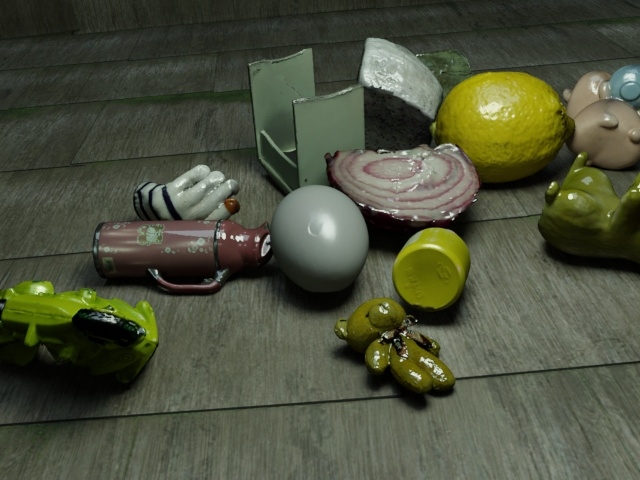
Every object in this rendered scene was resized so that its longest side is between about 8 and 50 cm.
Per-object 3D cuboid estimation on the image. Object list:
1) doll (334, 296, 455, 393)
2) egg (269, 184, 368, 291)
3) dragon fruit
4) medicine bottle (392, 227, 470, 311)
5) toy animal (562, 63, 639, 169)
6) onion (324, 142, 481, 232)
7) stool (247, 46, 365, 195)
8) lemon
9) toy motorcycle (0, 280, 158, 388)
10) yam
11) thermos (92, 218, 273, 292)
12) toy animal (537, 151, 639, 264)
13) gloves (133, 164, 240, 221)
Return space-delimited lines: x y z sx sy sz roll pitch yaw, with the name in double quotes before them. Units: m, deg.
"doll" 0.120 0.153 1.157 0.137 0.097 0.209 -17 36 -32
"egg" 0.000 0.000 1.360 0.176 0.176 0.232 -11 38 -12
"dragon fruit" 0.183 -0.350 1.806 0.221 0.283 0.204 16 67 4
"medicine bottle" 0.202 0.036 1.325 0.122 0.122 0.212 4 15 16
"toy animal" 0.666 -0.269 1.752 0.210 0.229 0.221 25 76 -1
"onion" 0.159 -0.081 1.530 0.314 0.146 0.280 3 37 -1
"stool" -0.030 -0.250 1.687 0.170 0.270 0.243 -19 40 -20
"lemon" 0.401 -0.249 1.675 0.320 0.245 0.245 -3 29 3
"toy motorcycle" -0.384 0.135 1.185 0.342 0.206 0.142 2 60 30
"yam" 0.270 -0.402 2.038 0.271 0.201 0.202 -20 31 -13
"thermos" -0.252 0.022 1.422 0.330 0.109 0.136 -1 29 5
"toy animal" 0.571 -0.032 1.333 0.363 0.180 0.181 14 29 27
"gloves" -0.272 -0.072 1.572 0.218 0.140 0.131 9 35 32
